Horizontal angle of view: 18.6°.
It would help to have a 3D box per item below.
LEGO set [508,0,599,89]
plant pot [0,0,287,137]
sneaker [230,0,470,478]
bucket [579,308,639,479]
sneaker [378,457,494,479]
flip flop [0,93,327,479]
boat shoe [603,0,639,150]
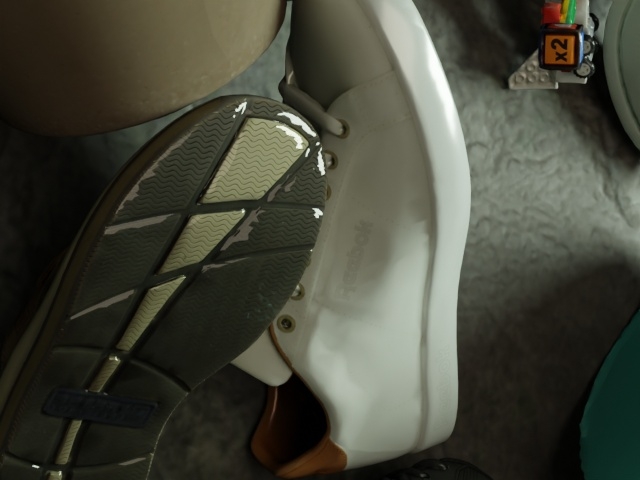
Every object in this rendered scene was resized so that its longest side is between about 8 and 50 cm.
[{"bbox_3d":[0.129,-0.190,1.044,0.060,0.182,0.244,3,75,11],"label":"LEGO set"},{"bbox_3d":[-0.114,-0.179,0.867,0.263,0.263,0.229,-37,124,-25],"label":"plant pot"},{"bbox_3d":[0.000,0.000,0.953,0.123,0.106,0.290,-18,122,-22],"label":"sneaker"},{"bbox_3d":[0.291,0.107,1.072,0.183,0.281,0.281,42,70,-18],"label":"bucket"},{"bbox_3d":[0.031,0.165,1.025,0.267,0.101,0.106,20,64,-30],"label":"sneaker"},{"bbox_3d":[-0.098,0.045,0.917,0.112,0.080,0.277,17,113,-35],"label":"flip flop"},{"bbox_3d":[0.218,-0.179,1.087,0.091,0.114,0.302,-67,161,-50],"label":"boat shoe"}]
